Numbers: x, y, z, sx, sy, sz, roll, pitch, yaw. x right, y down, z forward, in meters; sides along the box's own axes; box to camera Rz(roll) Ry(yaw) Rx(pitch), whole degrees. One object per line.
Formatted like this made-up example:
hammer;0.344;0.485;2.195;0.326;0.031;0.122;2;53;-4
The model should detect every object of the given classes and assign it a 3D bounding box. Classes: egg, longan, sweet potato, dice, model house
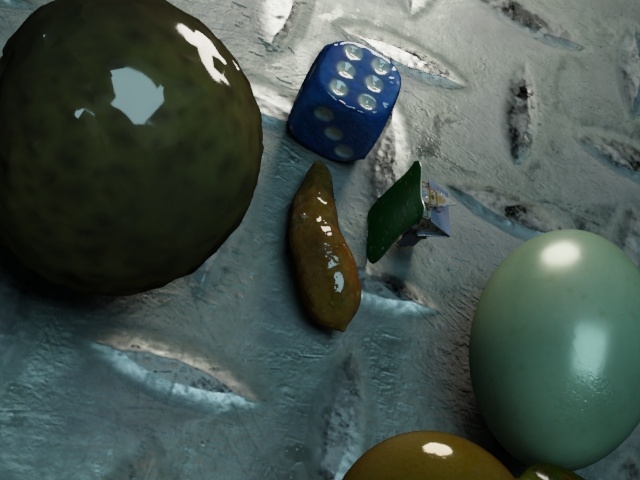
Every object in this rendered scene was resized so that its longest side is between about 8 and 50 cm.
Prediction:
egg;0.358;0.157;1.592;0.276;0.276;0.389;28;53;-11
longan;-0.261;-0.123;1.380;0.391;0.391;0.391;13;57;-21
egg;0.129;0.379;1.225;0.250;0.250;0.322;-2;82;-29
sweet potato;-0.001;-0.001;1.616;0.097;0.097;0.291;5;59;-25
dice;0.038;-0.224;1.739;0.146;0.146;0.143;24;56;-8
model house;0.149;-0.032;1.670;0.088;0.167;0.117;17;51;-23

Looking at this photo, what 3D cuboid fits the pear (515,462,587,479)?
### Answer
pear;0.301;0.454;1.399;0.269;0.269;0.321;-5;67;-30
